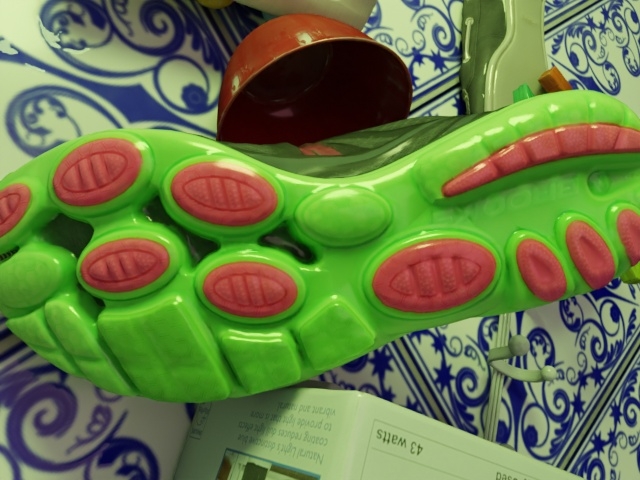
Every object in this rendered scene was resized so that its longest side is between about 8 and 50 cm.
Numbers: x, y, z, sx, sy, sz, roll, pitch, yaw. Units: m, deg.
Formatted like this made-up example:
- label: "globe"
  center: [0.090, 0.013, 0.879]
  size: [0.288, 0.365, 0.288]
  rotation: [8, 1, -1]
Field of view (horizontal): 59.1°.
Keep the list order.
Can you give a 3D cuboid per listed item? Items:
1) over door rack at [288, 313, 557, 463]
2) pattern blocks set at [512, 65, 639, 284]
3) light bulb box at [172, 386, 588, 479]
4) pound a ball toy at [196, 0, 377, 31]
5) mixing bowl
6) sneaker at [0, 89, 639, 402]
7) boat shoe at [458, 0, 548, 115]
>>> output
- label: "over door rack"
  center: [0.145, 0.099, 0.596]
  size: [0.324, 0.108, 0.239]
  rotation: [27, 65, -27]
- label: "pattern blocks set"
  center: [0.328, -0.082, 0.688]
  size: [0.325, 0.026, 0.285]
  rotation: [15, 58, -42]
- label: "light bulb box"
  center: [0.053, 0.329, 0.406]
  size: [0.358, 0.225, 0.361]
  rotation: [28, 65, -26]
- label: "pound a ball toy"
  center: [-0.089, -0.253, 0.475]
  size: [0.319, 0.135, 0.208]
  rotation: [6, 40, -33]
- label: "mixing bowl"
  center: [-0.019, -0.134, 0.514]
  size: [0.181, 0.181, 0.098]
  rotation: [-1, 52, -35]
- label: "sneaker"
  center: [0.000, 0.000, 0.438]
  size: [0.483, 0.202, 0.185]
  rotation: [-5, 92, -7]
- label: "boat shoe"
  center: [0.239, -0.255, 0.762]
  size: [0.112, 0.095, 0.335]
  rotation: [18, 75, -30]
